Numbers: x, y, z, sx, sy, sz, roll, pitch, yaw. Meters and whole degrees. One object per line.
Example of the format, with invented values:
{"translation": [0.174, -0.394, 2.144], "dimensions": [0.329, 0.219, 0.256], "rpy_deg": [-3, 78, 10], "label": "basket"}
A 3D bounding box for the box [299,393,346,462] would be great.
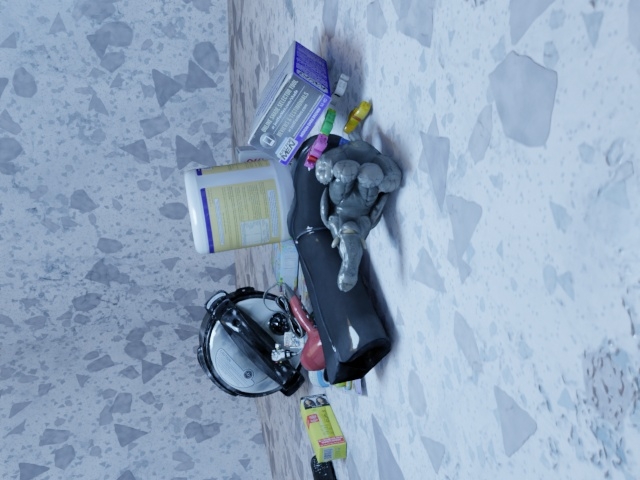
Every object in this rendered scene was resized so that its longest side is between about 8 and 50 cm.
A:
{"translation": [0.004, 0.551, 1.799], "dimensions": [0.232, 0.087, 0.058], "rpy_deg": [-121, 29, -62], "label": "box"}

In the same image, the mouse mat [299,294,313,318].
{"translation": [-0.027, 0.257, 1.817], "dimensions": [0.152, 0.007, 0.190], "rpy_deg": [16, -116, -72], "label": "mouse mat"}

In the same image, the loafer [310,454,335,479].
{"translation": [0.022, 0.764, 1.859], "dimensions": [0.220, 0.080, 0.078], "rpy_deg": [-97, -13, -48], "label": "loafer"}

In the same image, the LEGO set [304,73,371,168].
{"translation": [0.051, -0.251, 1.267], "dimensions": [0.093, 0.086, 0.227], "rpy_deg": [-42, 27, 61], "label": "LEGO set"}

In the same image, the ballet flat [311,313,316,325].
{"translation": [0.004, 0.218, 1.711], "dimensions": [0.203, 0.074, 0.074], "rpy_deg": [98, 161, -49], "label": "ballet flat"}

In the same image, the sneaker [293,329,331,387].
{"translation": [-0.013, 0.305, 1.690], "dimensions": [0.085, 0.086, 0.237], "rpy_deg": [-59, -47, -58], "label": "sneaker"}

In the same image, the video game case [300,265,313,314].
{"translation": [-0.026, 0.083, 1.677], "dimensions": [0.227, 0.026, 0.207], "rpy_deg": [116, 155, -65], "label": "video game case"}

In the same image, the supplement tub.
{"translation": [-0.203, -0.101, 1.715], "dimensions": [0.241, 0.330, 0.241], "rpy_deg": [171, 90, -79], "label": "supplement tub"}

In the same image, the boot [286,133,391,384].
{"translation": [0.039, 0.044, 1.336], "dimensions": [0.367, 0.146, 0.446], "rpy_deg": [100, 160, -53], "label": "boot"}

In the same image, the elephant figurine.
{"translation": [0.058, -0.059, 1.187], "dimensions": [0.169, 0.186, 0.240], "rpy_deg": [30, 131, 33], "label": "elephant figurine"}

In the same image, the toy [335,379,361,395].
{"translation": [0.053, 0.334, 1.579], "dimensions": [0.237, 0.056, 0.137], "rpy_deg": [135, 129, -72], "label": "toy"}

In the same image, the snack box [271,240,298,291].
{"translation": [-0.128, 0.050, 2.167], "dimensions": [0.175, 0.070, 0.207], "rpy_deg": [-112, 21, -50], "label": "snack box"}

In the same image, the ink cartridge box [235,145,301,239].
{"translation": [-0.153, -0.150, 1.907], "dimensions": [0.121, 0.210, 0.290], "rpy_deg": [-127, 35, -67], "label": "ink cartridge box"}

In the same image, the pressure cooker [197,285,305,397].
{"translation": [-0.241, 0.349, 2.127], "dimensions": [0.420, 0.369, 0.376], "rpy_deg": [168, 106, -75], "label": "pressure cooker"}

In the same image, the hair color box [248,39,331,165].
{"translation": [-0.070, -0.331, 1.421], "dimensions": [0.185, 0.110, 0.339], "rpy_deg": [-53, 17, 24], "label": "hair color box"}

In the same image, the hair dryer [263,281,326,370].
{"translation": [-0.037, 0.225, 1.557], "dimensions": [0.293, 0.080, 0.224], "rpy_deg": [-2, 99, 35], "label": "hair dryer"}
